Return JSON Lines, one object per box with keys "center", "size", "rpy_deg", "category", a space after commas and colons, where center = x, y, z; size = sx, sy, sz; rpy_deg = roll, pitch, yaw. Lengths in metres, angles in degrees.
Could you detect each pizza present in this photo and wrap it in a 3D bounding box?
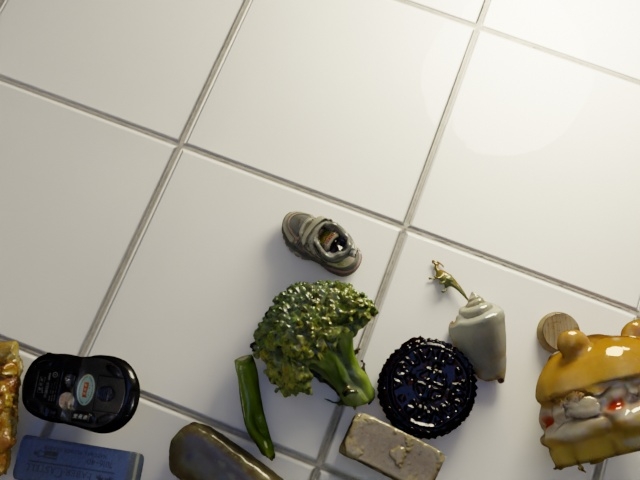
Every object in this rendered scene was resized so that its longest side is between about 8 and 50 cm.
{"center": [-0.642, 0.336, 1.404], "size": [0.226, 0.086, 0.335], "rpy_deg": [39, 81, 17], "category": "pizza"}

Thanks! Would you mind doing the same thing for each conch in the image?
{"center": [0.311, 0.188, 1.505], "size": [0.104, 0.094, 0.176], "rpy_deg": [-17, 104, -18], "category": "conch"}

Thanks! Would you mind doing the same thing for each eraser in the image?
{"center": [-0.442, 0.415, 1.426], "size": [0.224, 0.036, 0.082], "rpy_deg": [9, 72, 1], "category": "eraser"}

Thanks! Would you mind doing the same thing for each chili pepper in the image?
{"center": [-0.124, 0.315, 1.456], "size": [0.050, 0.052, 0.202], "rpy_deg": [-21, 75, 23], "category": "chili pepper"}

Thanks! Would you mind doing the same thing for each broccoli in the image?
{"center": [0.007, 0.190, 1.429], "size": [0.242, 0.180, 0.273], "rpy_deg": [-35, 78, -12], "category": "broccoli"}

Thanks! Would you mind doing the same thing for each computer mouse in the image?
{"center": [-0.433, 0.277, 1.434], "size": [0.233, 0.096, 0.137], "rpy_deg": [8, 73, 15], "category": "computer mouse"}

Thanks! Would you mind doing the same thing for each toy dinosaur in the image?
{"center": [0.252, 0.085, 1.545], "size": [0.041, 0.026, 0.113], "rpy_deg": [-27, 67, -26], "category": "toy dinosaur"}

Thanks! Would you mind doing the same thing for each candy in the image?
{"center": [-0.165, 0.423, 1.398], "size": [0.234, 0.104, 0.102], "rpy_deg": [32, 80, 8], "category": "candy"}

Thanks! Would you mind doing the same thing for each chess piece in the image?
{"center": [0.466, 0.181, 1.520], "size": [0.083, 0.038, 0.084], "rpy_deg": [1, 72, -2], "category": "chess piece"}

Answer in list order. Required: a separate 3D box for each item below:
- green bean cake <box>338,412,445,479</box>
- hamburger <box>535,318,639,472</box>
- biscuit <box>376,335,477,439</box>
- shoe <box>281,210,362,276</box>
{"center": [0.129, 0.387, 1.413], "size": [0.179, 0.109, 0.085], "rpy_deg": [26, 75, 6], "category": "green bean cake"}
{"center": [0.509, 0.273, 1.382], "size": [0.276, 0.276, 0.237], "rpy_deg": [-12, 73, -5], "category": "hamburger"}
{"center": [0.203, 0.280, 1.474], "size": [0.194, 0.053, 0.195], "rpy_deg": [0, 74, -1], "category": "biscuit"}
{"center": [0.000, 0.000, 1.530], "size": [0.180, 0.092, 0.089], "rpy_deg": [33, 76, 8], "category": "shoe"}
